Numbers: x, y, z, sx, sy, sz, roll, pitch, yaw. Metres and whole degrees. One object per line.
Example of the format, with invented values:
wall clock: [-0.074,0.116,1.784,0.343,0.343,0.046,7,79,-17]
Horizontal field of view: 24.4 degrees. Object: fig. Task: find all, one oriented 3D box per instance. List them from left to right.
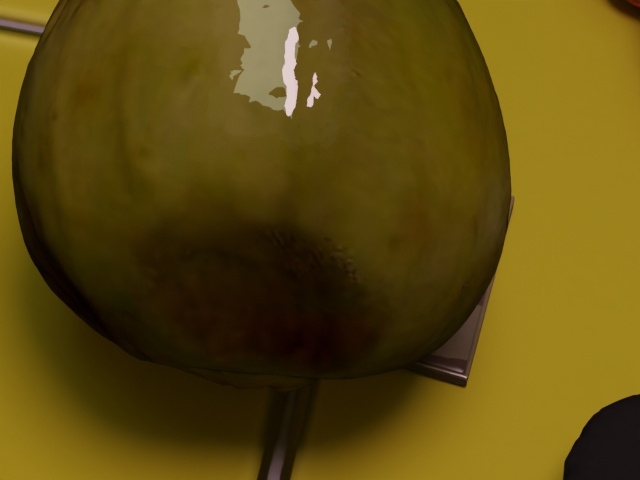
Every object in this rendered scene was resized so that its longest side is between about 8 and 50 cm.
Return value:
fig: [-0.023,-0.063,0.715,0.239,0.239,0.271,6,92,-1]

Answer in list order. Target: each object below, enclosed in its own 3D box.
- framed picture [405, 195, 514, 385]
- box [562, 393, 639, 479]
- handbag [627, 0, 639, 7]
framed picture: [0.000,0.000,0.837,0.201,0.010,0.136,15,50,7]
box: [0.242,0.194,0.564,0.350,0.091,0.359,-7,37,23]
handbag: [0.353,-0.130,0.920,0.303,0.116,0.410,-10,52,-10]
